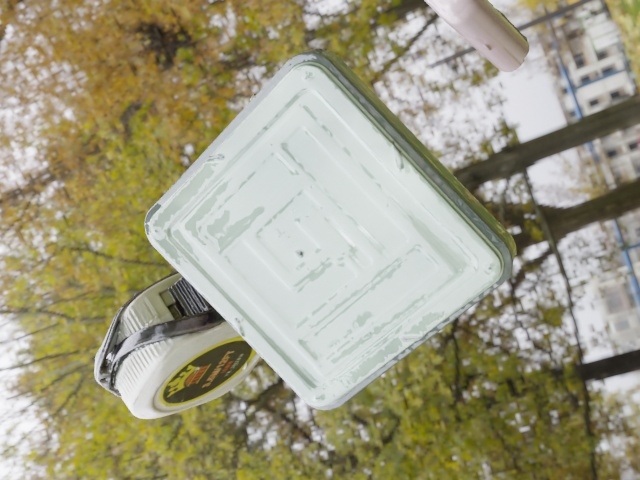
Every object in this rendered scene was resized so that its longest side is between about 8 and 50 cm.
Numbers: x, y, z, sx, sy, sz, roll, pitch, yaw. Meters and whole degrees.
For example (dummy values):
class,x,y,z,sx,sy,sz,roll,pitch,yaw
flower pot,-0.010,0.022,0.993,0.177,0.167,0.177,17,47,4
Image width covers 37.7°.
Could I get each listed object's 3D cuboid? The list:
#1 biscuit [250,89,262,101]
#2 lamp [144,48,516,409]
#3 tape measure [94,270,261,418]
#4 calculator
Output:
class,x,y,z,sx,sy,sz,roll,pitch,yaw
biscuit,-0.006,-0.047,1.067,0.250,0.046,0.147,57,165,24
lamp,0.000,0.000,0.866,0.266,0.269,0.047,46,-150,-3
tape measure,-0.167,0.108,1.227,0.231,0.271,0.133,-9,-123,-45
calculator,0.102,-0.181,0.700,0.100,0.032,0.175,54,-161,23
